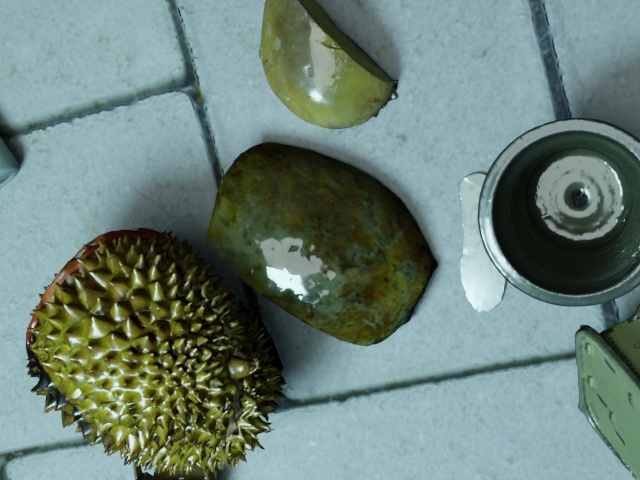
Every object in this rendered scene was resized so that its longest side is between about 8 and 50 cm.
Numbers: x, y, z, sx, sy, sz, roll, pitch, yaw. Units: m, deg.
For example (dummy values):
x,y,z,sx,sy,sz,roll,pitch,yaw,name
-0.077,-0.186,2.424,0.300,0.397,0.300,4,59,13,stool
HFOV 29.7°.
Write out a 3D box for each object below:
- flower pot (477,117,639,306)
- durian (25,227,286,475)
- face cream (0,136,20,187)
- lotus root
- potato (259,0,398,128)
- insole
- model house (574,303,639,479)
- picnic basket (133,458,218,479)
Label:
x,y,z,sx,sy,sz,roll,pitch,yaw,name
0.324,-0.043,1.531,0.235,0.148,0.235,3,100,14,flower pot
-0.231,0.155,1.657,0.384,0.348,0.347,1,102,44,durian
-0.562,-0.185,1.818,0.101,0.101,0.251,-35,88,21,face cream
-0.002,0.003,1.652,0.314,0.142,0.210,27,106,10,lotus root
-0.023,-0.245,1.634,0.243,0.098,0.138,48,112,5,potato
0.220,0.004,1.650,0.065,0.006,0.193,-3,99,19,insole
0.496,0.171,1.542,0.279,0.218,0.205,-25,49,-9,model house
-0.215,0.361,1.792,0.128,0.138,0.178,-4,105,19,picnic basket
